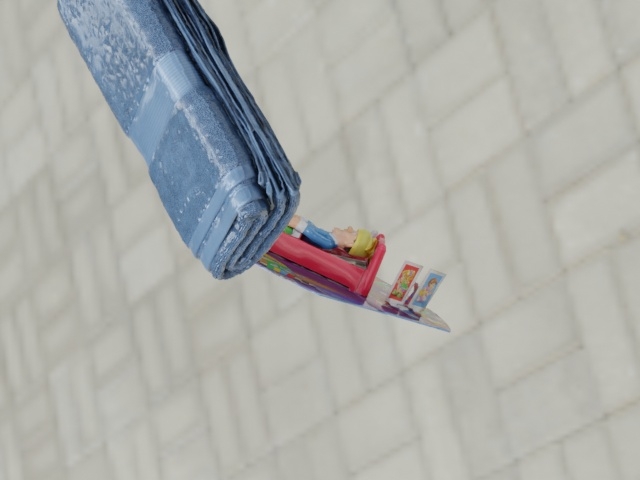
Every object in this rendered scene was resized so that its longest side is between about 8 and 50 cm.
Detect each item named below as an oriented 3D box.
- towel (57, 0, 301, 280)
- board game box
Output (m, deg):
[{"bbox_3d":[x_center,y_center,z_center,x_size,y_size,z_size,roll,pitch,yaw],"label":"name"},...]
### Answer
[{"bbox_3d":[-0.048,-0.049,0.631,0.119,0.029,0.067,59,151,14],"label":"towel"},{"bbox_3d":[0.000,0.000,1.033,0.133,0.169,0.033,31,99,42],"label":"board game box"}]
